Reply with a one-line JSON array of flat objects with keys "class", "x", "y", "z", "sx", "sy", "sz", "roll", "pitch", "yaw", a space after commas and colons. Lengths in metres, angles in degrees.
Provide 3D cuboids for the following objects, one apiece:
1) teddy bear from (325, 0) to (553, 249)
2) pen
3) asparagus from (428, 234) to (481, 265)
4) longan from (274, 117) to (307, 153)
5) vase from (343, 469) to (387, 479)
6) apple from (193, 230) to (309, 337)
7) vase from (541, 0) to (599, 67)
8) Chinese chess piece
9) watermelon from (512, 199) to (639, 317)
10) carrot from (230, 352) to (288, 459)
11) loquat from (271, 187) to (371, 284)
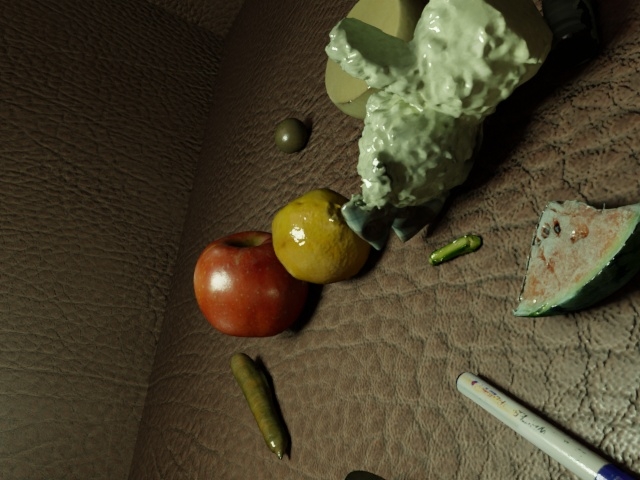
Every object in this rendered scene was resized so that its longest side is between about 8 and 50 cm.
[{"class": "teddy bear", "x": 0.122, "y": -0.234, "z": 0.732, "sx": 0.362, "sy": 0.327, "sz": 0.375, "roll": -43, "pitch": 66, "yaw": 46}, {"class": "pen", "x": 0.238, "y": 0.207, "z": 0.537, "sx": 0.269, "sy": 0.033, "sz": 0.033, "roll": 27, "pitch": 98, "yaw": 65}, {"class": "asparagus", "x": 0.195, "y": 0.018, "z": 0.758, "sx": 0.108, "sy": 0.021, "sz": 0.025, "roll": -34, "pitch": 45, "yaw": 52}, {"class": "longan", "x": -0.084, "y": -0.302, "z": 1.452, "sx": 0.113, "sy": 0.092, "sz": 0.113, "roll": -162, "pitch": 90, "yaw": -90}, {"class": "vase", "x": 0.007, "y": 0.481, "z": 0.688, "sx": 0.321, "sy": 0.173, "sz": 0.173, "roll": -61, "pitch": 27, "yaw": 9}, {"class": "apple", "x": -0.155, "y": 0.096, "z": 1.143, "sx": 0.260, "sy": 0.260, "sz": 0.216, "roll": -136, "pitch": 43, "yaw": -62}, {"class": "vase", "x": 0.328, "y": -0.330, "z": 0.676, "sx": 0.060, "sy": 0.060, "sz": 0.211, "roll": -32, "pitch": 46, "yaw": 54}, {"class": "Chinese chess piece", "x": 0.119, "y": -0.384, "z": 1.050, "sx": 0.273, "sy": 0.102, "sz": 0.273, "roll": -29, "pitch": 54, "yaw": 50}, {"class": "watermelon", "x": 0.283, "y": 0.009, "z": 0.544, "sx": 0.187, "sy": 0.071, "sz": 0.139, "roll": 123, "pitch": 159, "yaw": -45}, {"class": "carrot", "x": -0.136, "y": 0.367, "z": 1.153, "sx": 0.342, "sy": 0.070, "sz": 0.070, "roll": 43, "pitch": 113, "yaw": 56}, {"class": "loquat", "x": 0.000, "y": 0.000, "z": 0.980, "sx": 0.176, "sy": 0.187, "sz": 0.234, "roll": -37, "pitch": -2, "yaw": -29}]
